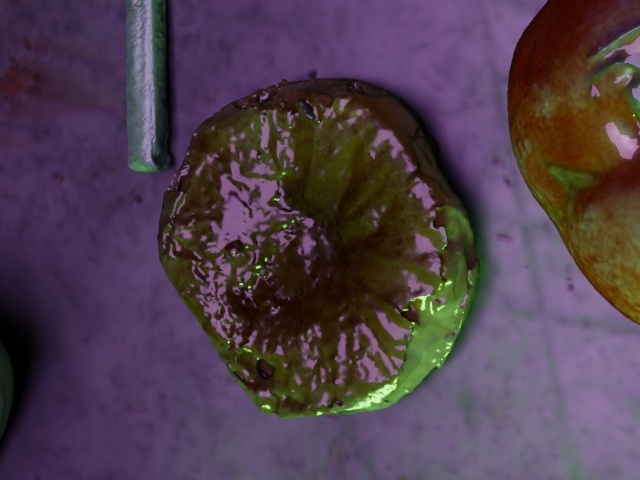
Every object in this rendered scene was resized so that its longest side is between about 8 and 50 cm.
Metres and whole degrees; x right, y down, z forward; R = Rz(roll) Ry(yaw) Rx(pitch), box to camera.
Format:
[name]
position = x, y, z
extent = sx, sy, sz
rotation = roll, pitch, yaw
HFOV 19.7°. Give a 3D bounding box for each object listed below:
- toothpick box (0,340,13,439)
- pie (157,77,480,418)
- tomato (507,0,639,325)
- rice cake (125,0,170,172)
[toothpick box]
position = -0.365, 0.055, 1.098
extent = 0.316, 0.229, 0.229
rotation = 36, 108, 18
[pie]
position = 0.000, 0.000, 1.027
extent = 0.195, 0.046, 0.195
rotation = 2, 94, 23
[tomato]
position = 0.193, -0.055, 0.892
extent = 0.237, 0.095, 0.236
rotation = 7, 103, 29
[rice cake]
position = -0.102, -0.100, 1.078
extent = 0.022, 0.021, 0.121
rotation = 0, 93, 29
